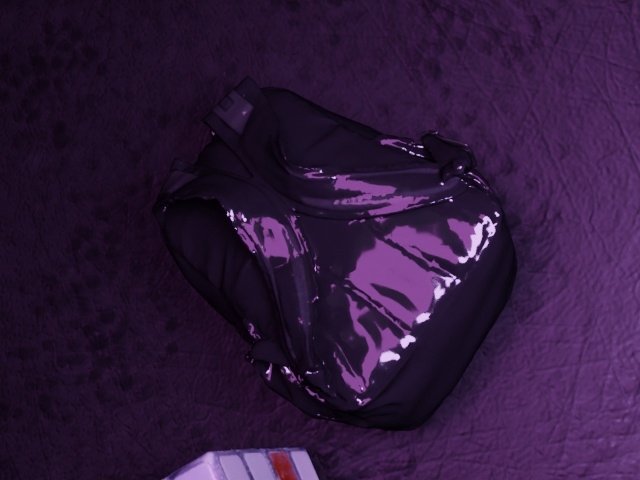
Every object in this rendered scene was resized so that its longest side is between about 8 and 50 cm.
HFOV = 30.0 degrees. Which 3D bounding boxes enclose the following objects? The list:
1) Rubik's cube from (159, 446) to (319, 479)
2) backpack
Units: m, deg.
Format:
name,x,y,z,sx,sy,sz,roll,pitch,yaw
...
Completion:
name,x,y,z,sx,sy,sz,roll,pitch,yaw
Rubik's cube,-0.120,0.410,1.411,0.259,0.256,0.253,-32,70,16
backpack,0.000,0.000,1.445,0.445,0.255,0.363,31,87,27
